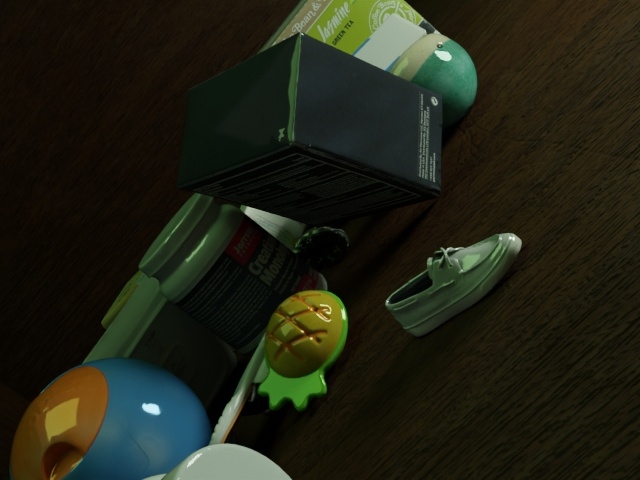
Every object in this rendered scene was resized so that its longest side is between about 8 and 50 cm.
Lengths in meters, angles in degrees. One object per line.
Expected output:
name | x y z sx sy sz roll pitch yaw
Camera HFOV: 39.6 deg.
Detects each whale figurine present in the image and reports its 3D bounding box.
whale figurine | 0.181 -0.225 1.557 0.216 0.141 0.272 -43 -18 -40

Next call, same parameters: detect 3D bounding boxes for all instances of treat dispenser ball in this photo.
treat dispenser ball | -0.294 0.312 1.275 0.288 0.288 0.288 -48 13 15

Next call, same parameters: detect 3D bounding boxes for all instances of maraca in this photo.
maraca | -0.025 0.150 1.232 0.127 0.099 0.185 -7 54 32

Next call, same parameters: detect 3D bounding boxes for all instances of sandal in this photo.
sandal | -0.086 0.227 1.280 0.102 0.076 0.265 114 -178 -46

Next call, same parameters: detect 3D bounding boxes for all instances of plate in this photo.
plate | -0.258 0.221 1.518 0.045 0.278 0.277 -5 41 37

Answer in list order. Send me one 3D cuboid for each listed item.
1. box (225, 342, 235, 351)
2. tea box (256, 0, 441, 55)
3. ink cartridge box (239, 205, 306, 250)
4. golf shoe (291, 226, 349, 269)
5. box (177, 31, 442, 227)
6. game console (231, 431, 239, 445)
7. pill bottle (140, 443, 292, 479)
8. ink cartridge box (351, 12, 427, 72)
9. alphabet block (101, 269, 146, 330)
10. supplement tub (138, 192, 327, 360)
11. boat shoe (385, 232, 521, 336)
box | -0.227 0.148 1.743 0.105 0.179 0.043 -32 23 53
tea box | 0.051 -0.358 1.870 0.329 0.324 0.220 -53 13 -4
ink cartridge box | -0.118 -0.007 1.852 0.078 0.134 0.231 -37 27 59
golf shoe | 0.000 0.000 1.610 0.198 0.077 0.094 -28 26 58
box | -0.016 -0.156 1.379 0.296 0.294 0.182 -13 69 48
game console | -0.115 0.321 1.124 0.107 0.071 0.122 -50 12 2
pill bottle | -0.176 0.366 0.907 0.361 0.204 0.204 -44 15 31
ink cartridge box | 0.138 -0.295 1.662 0.148 0.086 0.203 -47 -29 -10
alphabet block | -0.412 0.167 2.299 0.197 0.193 0.192 -43 13 32
supplement tub | -0.143 0.062 1.481 0.191 0.272 0.191 -47 14 15
boat shoe | 0.147 0.041 1.017 0.184 0.063 0.066 -40 17 41
